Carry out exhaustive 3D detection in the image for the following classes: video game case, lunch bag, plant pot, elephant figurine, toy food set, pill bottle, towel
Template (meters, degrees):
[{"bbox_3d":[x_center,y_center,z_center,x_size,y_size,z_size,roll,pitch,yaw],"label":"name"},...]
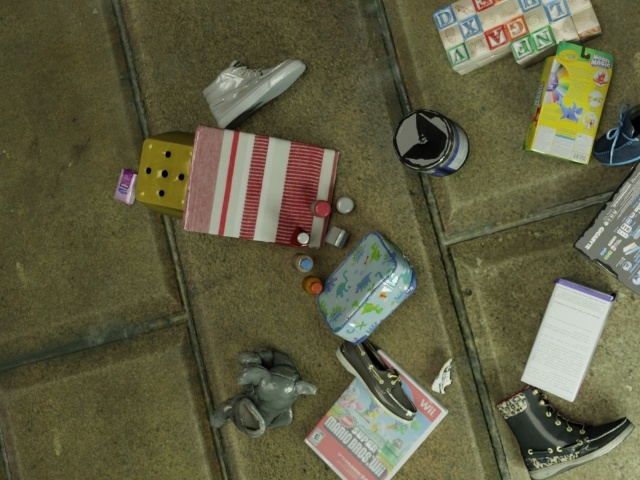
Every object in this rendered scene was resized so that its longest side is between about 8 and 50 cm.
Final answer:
[{"bbox_3d":[0.120,0.415,1.874,0.204,0.025,0.285,42,104,18],"label":"video game case"},{"bbox_3d":[0.097,0.099,1.818,0.219,0.090,0.176,-49,34,13],"label":"lunch bag"},{"bbox_3d":[-0.314,-0.149,1.971,0.212,0.187,0.212,12,94,22],"label":"plant pot"},{"bbox_3d":[-0.140,0.380,1.932,0.169,0.186,0.239,11,109,-20],"label":"elephant figurine"},{"bbox_3d":[0.000,0.000,1.851,0.111,0.104,0.232,27,88,-10],"label":"toy food set"},{"bbox_3d":[0.237,-0.195,1.725,0.122,0.219,0.123,0,89,22],"label":"pill bottle"},{"bbox_3d":[-0.133,-0.116,1.883,0.329,0.037,0.237,8,94,-16],"label":"towel"}]

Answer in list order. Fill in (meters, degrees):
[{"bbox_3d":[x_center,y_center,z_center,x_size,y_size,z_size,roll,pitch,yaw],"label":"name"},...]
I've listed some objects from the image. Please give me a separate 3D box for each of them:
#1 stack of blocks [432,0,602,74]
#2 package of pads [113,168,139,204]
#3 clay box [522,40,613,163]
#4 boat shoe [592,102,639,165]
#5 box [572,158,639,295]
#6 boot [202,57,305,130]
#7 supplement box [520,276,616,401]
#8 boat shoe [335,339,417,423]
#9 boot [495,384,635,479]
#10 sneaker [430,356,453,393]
[{"bbox_3d":[0.403,-0.446,1.729,0.297,0.087,0.171,-21,82,21],"label":"stack of blocks"},{"bbox_3d":[-0.487,-0.137,2.126,0.050,0.032,0.083,21,98,18],"label":"package of pads"},{"bbox_3d":[0.496,-0.275,1.681,0.127,0.053,0.222,13,94,-9],"label":"clay box"},{"bbox_3d":[0.610,-0.225,1.584,0.258,0.089,0.109,-32,33,53],"label":"boat shoe"},{"bbox_3d":[0.694,-0.016,1.613,0.293,0.073,0.295,38,102,18],"label":"box"},{"bbox_3d":[-0.165,-0.375,1.958,0.258,0.095,0.123,-34,84,20],"label":"boot"},{"bbox_3d":[0.495,0.193,1.673,0.114,0.111,0.220,20,97,22],"label":"supplement box"},{"bbox_3d":[0.130,0.295,1.813,0.228,0.081,0.069,45,109,19],"label":"boat shoe"},{"bbox_3d":[0.484,0.361,1.687,0.236,0.085,0.179,-34,78,25],"label":"boot"},{"bbox_3d":[0.271,0.292,1.813,0.037,0.032,0.083,27,105,7],"label":"sneaker"}]
